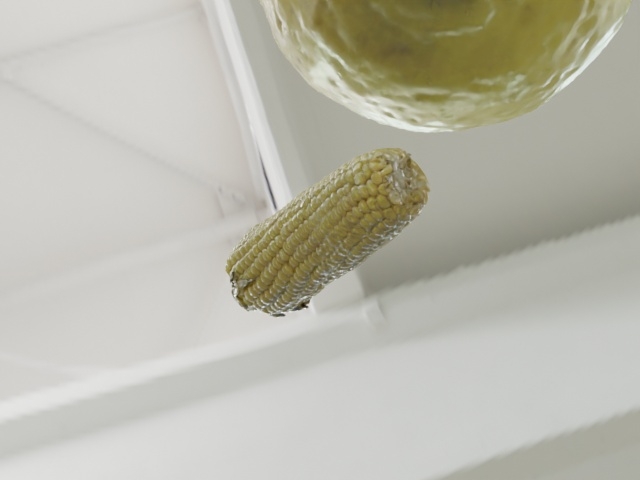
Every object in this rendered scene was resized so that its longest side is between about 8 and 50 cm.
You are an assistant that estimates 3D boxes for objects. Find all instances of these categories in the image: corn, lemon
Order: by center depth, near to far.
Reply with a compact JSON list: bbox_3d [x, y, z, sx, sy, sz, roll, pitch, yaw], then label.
[{"bbox_3d":[0.000,0.000,0.468,0.028,0.027,0.083,29,-37,-23],"label":"corn"},{"bbox_3d":[0.102,-0.257,1.380,0.349,0.387,0.350,2,-66,5],"label":"lemon"}]
